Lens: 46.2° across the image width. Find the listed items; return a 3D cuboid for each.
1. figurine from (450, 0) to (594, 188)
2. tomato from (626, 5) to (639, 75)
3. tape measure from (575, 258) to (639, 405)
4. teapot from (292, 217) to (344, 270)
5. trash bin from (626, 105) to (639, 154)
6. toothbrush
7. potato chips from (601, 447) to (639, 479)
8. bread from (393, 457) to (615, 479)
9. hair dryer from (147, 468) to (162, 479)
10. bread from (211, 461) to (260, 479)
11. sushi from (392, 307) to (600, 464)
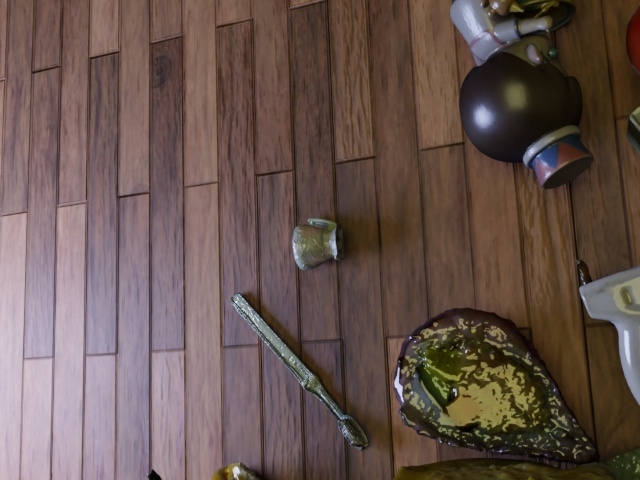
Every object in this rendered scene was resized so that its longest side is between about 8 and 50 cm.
[{"bbox_3d":[0.245,-0.194,0.905,0.158,0.161,0.276,-2,81,-14],"label":"figurine"},{"bbox_3d":[0.428,-0.199,0.804,0.136,0.195,0.195,-47,65,37],"label":"tomato"},{"bbox_3d":[0.438,0.101,0.784,0.258,0.130,0.265,-23,79,21],"label":"tape measure"},{"bbox_3d":[0.000,0.000,1.028,0.064,0.064,0.083,-7,47,15],"label":"teapot"},{"bbox_3d":[0.383,-0.122,0.859,0.043,0.092,0.061,-35,69,17],"label":"trash bin"},{"bbox_3d":[-0.033,0.173,1.029,0.026,0.028,0.294,-48,62,8],"label":"toothbrush"},{"bbox_3d":[0.375,0.309,0.810,0.228,0.059,0.167,-5,74,30],"label":"potato chips"},{"bbox_3d":[0.213,0.406,0.751,0.239,0.264,0.396,-9,96,25],"label":"bread"},{"bbox_3d":[-0.054,0.363,0.904,0.340,0.123,0.312,44,92,-4],"label":"hair dryer"},{"bbox_3d":[-0.111,0.384,0.996,0.119,0.084,0.177,23,95,25],"label":"bread"},{"bbox_3d":[0.209,0.166,0.881,0.241,0.107,0.162,7,79,16],"label":"sushi"}]
